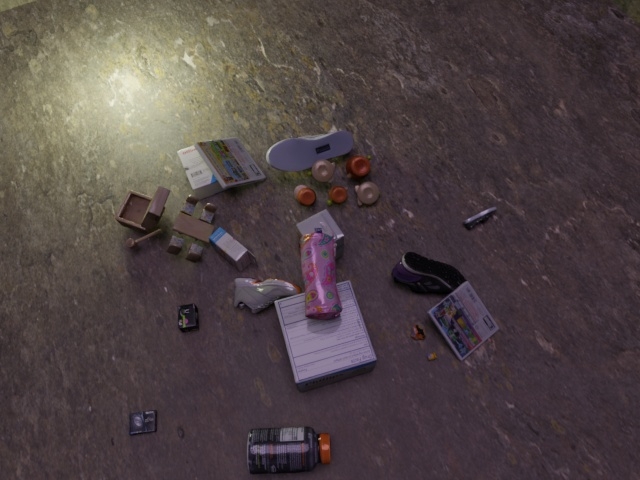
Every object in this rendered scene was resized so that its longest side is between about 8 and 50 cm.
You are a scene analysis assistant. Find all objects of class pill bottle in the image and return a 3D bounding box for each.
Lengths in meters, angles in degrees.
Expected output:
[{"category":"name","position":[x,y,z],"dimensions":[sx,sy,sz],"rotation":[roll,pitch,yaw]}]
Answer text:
[{"category":"pill bottle","position":[-0.091,0.632,1.527],"dimensions":[0.246,0.130,0.130],"rotation":[-2,63,0]}]

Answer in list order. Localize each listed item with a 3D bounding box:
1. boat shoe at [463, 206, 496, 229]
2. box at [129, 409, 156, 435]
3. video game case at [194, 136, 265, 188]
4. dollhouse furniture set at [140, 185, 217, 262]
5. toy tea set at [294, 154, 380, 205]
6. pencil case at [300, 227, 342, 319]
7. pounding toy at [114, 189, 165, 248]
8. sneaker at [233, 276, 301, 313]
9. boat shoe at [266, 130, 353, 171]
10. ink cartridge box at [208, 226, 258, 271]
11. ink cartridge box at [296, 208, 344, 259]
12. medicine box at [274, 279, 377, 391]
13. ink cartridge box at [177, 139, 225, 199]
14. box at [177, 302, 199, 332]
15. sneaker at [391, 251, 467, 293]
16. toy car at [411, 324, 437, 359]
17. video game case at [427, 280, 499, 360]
[{"category":"boat shoe","position":[0.611,-0.085,1.924],"dimensions":[0.142,0.049,0.040],"rotation":[-25,84,-9]},{"category":"box","position":[-0.569,0.583,1.622],"dimensions":[0.084,0.018,0.067],"rotation":[-7,64,-2]},{"category":"video game case","position":[-0.354,-0.308,1.991],"dimensions":[0.206,0.026,0.226],"rotation":[-20,69,-45]},{"category":"dollhouse furniture set","position":[-0.500,-0.073,1.824],"dimensions":[0.242,0.161,0.212],"rotation":[23,62,-20]},{"category":"toy tea set","position":[0.061,-0.227,1.985],"dimensions":[0.337,0.124,0.199],"rotation":[-5,95,-5]},{"category":"pencil case","position":[0.001,0.110,1.614],"dimensions":[0.124,0.124,0.283],"rotation":[-4,68,-1]},{"category":"pounding toy","position":[-0.669,-0.058,1.911],"dimensions":[0.181,0.094,0.205],"rotation":[20,74,4]},{"category":"sneaker","position":[-0.187,0.197,1.755],"dimensions":[0.263,0.099,0.120],"rotation":[0,74,28]},{"category":"boat shoe","position":[-0.060,-0.361,2.018],"dimensions":[0.368,0.156,0.135],"rotation":[-21,104,-22]},{"category":"ink cartridge box","position":[-0.314,0.045,1.839],"dimensions":[0.181,0.104,0.061],"rotation":[37,70,18]},{"category":"ink cartridge box","position":[0.000,0.000,1.816],"dimensions":[0.128,0.176,0.128],"rotation":[-28,66,-12]},{"category":"medicine box","position":[0.013,0.315,1.673],"dimensions":[0.264,0.149,0.289],"rotation":[-15,64,-6]},{"category":"ink cartridge box","position":[-0.462,-0.282,2.017],"dimensions":[0.148,0.085,0.203],"rotation":[-22,64,-11]},{"category":"box","position":[-0.459,0.270,1.760],"dimensions":[0.062,0.052,0.083],"rotation":[-10,62,-3]},{"category":"sneaker","position":[0.386,0.139,1.793],"dimensions":[0.284,0.124,0.107],"rotation":[24,42,-12]},{"category":"toy car","position":[0.341,0.347,1.705],"dimensions":[0.041,0.060,0.121],"rotation":[-35,56,19]},{"category":"video game case","position":[0.484,0.271,1.713],"dimensions":[0.184,0.023,0.201],"rotation":[-35,94,-15]}]
